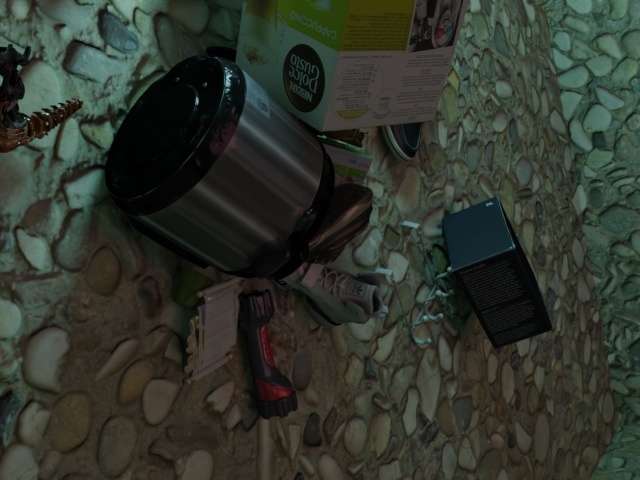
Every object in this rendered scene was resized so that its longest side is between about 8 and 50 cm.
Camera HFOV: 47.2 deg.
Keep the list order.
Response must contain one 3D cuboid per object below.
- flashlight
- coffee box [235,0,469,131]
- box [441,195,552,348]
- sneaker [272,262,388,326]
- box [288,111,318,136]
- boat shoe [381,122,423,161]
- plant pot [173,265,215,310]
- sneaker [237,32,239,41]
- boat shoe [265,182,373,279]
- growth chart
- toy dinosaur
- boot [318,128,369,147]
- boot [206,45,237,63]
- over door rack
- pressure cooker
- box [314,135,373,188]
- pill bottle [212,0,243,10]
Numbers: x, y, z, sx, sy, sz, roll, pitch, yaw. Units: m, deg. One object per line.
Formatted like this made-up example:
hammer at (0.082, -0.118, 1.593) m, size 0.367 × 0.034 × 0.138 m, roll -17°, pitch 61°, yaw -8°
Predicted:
flashlight at (-0.128, 0.271, 1.771) m, size 0.103 × 0.103 × 0.304 m, roll -30°, pitch 112°, yaw -75°
coffee box at (0.059, -0.456, 1.575) m, size 0.338 × 0.337 × 0.334 m, roll -13°, pitch 128°, yaw -37°
box at (0.592, 0.111, 2.467) m, size 0.395 × 0.212 × 0.293 m, roll 57°, pitch 20°, yaw -31°
sneaker at (0.022, 0.097, 1.871) m, size 0.366 × 0.210 × 0.137 m, roll 49°, pitch 53°, yaw -36°
box at (-0.073, -0.283, 1.841) m, size 0.190 × 0.045 × 0.184 m, roll -15°, pitch 136°, yaw -49°
boat shoe at (0.287, -0.495, 2.271) m, size 0.186 × 0.156 × 0.500 m, roll 15°, pitch 78°, yaw -50°
plant pot at (-0.285, 0.109, 1.616) m, size 0.083 × 0.083 × 0.079 m, roll 35°, pitch 73°, yaw -43°
sneaker at (-0.143, -0.473, 1.820) m, size 0.134 × 0.070 × 0.051 m, roll 46°, pitch 57°, yaw -37°
boat shoe at (0.000, 0.000, 1.741) m, size 0.355 × 0.132 × 0.130 m, roll -34°, pitch 128°, yaw -24°
growth chart at (-0.239, 0.199, 1.645) m, size 0.172 × 0.021 × 0.237 m, roll -15°, pitch 120°, yaw -52°
toy dinosaur at (-0.574, -0.227, 1.269) m, size 0.322 × 0.164 × 0.218 m, roll -40°, pitch 134°, yaw -64°
boot at (0.067, -0.301, 1.911) m, size 0.112 × 0.115 × 0.305 m, roll -61°, pitch 174°, yaw 8°
boot at (-0.221, -0.404, 1.745) m, size 0.121 × 0.045 × 0.099 m, roll -1°, pitch 91°, yaw -51°
over door rack at (0.316, 0.136, 2.301) m, size 0.239 × 0.108 × 0.324 m, roll -56°, pitch 127°, yaw -37°
pressure cooker at (-0.176, -0.123, 1.512) m, size 0.420 × 0.375 × 0.370 m, roll 36°, pitch 69°, yaw -41°
box at (-0.022, -0.140, 1.836) m, size 0.262 × 0.126 × 0.231 m, roll 6°, pitch 110°, yaw -50°
pill bottle at (-0.129, -0.742, 1.730) m, size 0.229 × 0.229 × 0.408 m, roll 57°, pitch 48°, yaw -31°
